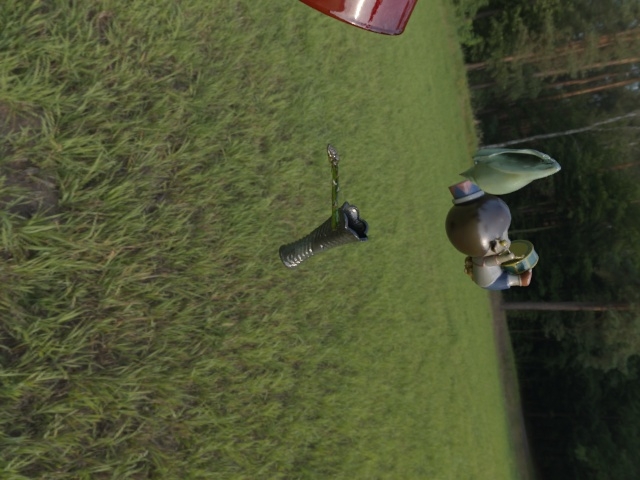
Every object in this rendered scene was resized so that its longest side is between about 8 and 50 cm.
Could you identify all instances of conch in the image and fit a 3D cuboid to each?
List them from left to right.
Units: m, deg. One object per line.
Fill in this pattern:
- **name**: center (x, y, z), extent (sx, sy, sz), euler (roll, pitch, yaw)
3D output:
- **conch**: center (0.281, -0.117, 0.655), extent (0.065, 0.180, 0.088), euler (-47, 110, -19)

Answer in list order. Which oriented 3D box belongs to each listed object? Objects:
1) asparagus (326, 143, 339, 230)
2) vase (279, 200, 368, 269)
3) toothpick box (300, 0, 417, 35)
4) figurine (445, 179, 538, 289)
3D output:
- **asparagus**: center (0.026, -0.092, 0.773), extent (0.022, 0.023, 0.233), euler (57, -15, 32)
- **vase**: center (0.000, 0.000, 1.092), extent (0.115, 0.237, 0.115), euler (38, 37, -36)
- **toothpick box**: center (0.082, -0.448, 0.478), extent (0.204, 0.204, 0.333), euler (-71, -174, -51)
- **figurine**: center (0.380, -0.016, 0.956), extent (0.275, 0.158, 0.161), euler (54, -4, -23)
